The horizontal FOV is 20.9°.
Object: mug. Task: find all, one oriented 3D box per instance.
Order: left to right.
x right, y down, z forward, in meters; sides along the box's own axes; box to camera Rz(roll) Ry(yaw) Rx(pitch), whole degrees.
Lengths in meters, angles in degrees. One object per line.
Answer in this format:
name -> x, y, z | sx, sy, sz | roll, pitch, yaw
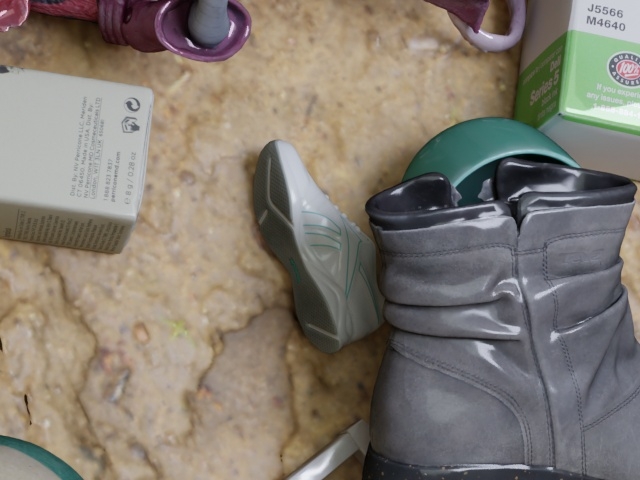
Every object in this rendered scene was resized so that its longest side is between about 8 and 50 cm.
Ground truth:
mug -> 0.119, -0.007, 1.194 | 0.129, 0.097, 0.158 | -15, 117, -10

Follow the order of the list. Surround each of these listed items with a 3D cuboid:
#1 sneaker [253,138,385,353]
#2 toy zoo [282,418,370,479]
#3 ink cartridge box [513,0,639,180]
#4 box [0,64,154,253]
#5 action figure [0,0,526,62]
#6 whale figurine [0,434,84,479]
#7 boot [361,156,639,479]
sneaker -> 0.000, 0.000, 1.200 | 0.061, 0.054, 0.152 | -18, 85, -31
toy zoo -> 0.007, 0.255, 1.150 | 0.293, 0.030, 0.192 | -36, 87, -17
ink cartridge box -> 0.260, -0.185, 1.258 | 0.198, 0.115, 0.273 | 11, 76, -10
box -> -0.252, -0.062, 1.125 | 0.275, 0.113, 0.094 | 9, 75, -11
action figure -> -0.065, -0.224, 1.191 | 0.370, 0.276, 0.248 | -21, 66, 4
whale figurine -> -0.194, 0.249, 1.062 | 0.216, 0.141, 0.272 | -14, 95, 13
boot -> 0.189, 0.062, 1.131 | 0.338, 0.118, 0.223 | -2, 105, -24
